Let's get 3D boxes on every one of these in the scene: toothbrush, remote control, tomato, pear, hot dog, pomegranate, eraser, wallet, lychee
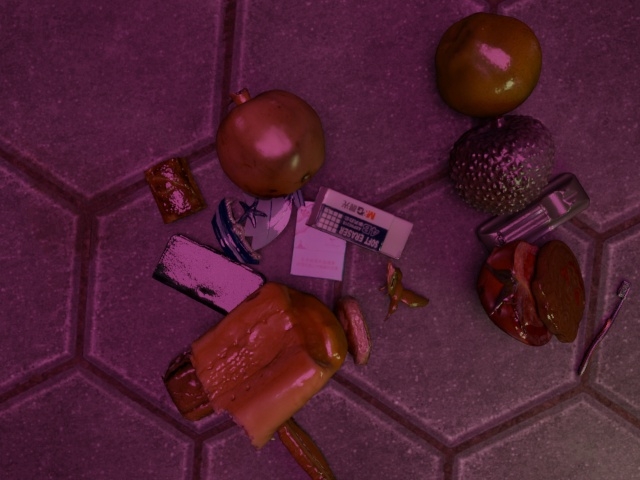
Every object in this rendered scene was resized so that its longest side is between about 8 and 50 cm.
[{"bbox_3d":[0.859,0.270,1.748,0.031,0.023,0.321,26,92,6],"label":"toothbrush"},{"bbox_3d":[0.631,-0.069,1.714,0.335,0.065,0.128,-33,90,2],"label":"remote control"},{"bbox_3d":[0.551,0.154,1.664,0.309,0.170,0.309,5,82,-44],"label":"tomato"},{"bbox_3d":[0.464,-0.477,1.601,0.294,0.294,0.294,0,93,0],"label":"pear"},{"bbox_3d":[-0.043,0.654,1.749,0.068,0.083,0.289,-34,92,21],"label":"hot dog"},{"bbox_3d":[-0.146,-0.278,1.603,0.319,0.319,0.319,0,93,0],"label":"pomegranate"},{"bbox_3d":[0.113,-0.050,1.676,0.287,0.086,0.130,22,91,-17],"label":"eraser"},{"bbox_3d":[-0.332,0.112,1.740,0.318,0.045,0.172,27,95,-1],"label":"wallet"},{"bbox_3d":[0.509,-0.209,1.603,0.300,0.300,0.300,0,93,0],"label":"lychee"}]

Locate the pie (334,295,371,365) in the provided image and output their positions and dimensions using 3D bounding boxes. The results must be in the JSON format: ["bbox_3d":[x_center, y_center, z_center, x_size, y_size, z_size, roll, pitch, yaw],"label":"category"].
[{"bbox_3d":[0.096,0.263,1.677,0.084,0.179,0.205,-18,86,-4],"label":"pie"}]

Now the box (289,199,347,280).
[{"bbox_3d":[0.000,-0.001,1.733,0.162,0.041,0.229,6,93,-1],"label":"box"}]

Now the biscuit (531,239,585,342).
[{"bbox_3d":[0.689,0.141,1.648,0.273,0.049,0.257,49,55,-26],"label":"biscuit"}]

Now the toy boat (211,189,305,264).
[{"bbox_3d":[-0.197,-0.075,1.710,0.210,0.070,0.292,38,94,7],"label":"toy boat"}]

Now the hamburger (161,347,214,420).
[{"bbox_3d":[-0.369,0.430,1.715,0.183,0.130,0.206,-29,94,4],"label":"hamburger"}]

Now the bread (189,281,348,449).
[{"bbox_3d":[-0.116,0.328,1.621,0.394,0.250,0.361,-40,60,3],"label":"bread"}]

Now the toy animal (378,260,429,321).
[{"bbox_3d":[0.219,0.164,1.717,0.219,0.095,0.155,34,92,-32],"label":"toy animal"}]

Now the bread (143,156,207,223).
[{"bbox_3d":[-0.431,-0.148,1.700,0.132,0.103,0.172,-22,95,5],"label":"bread"}]
